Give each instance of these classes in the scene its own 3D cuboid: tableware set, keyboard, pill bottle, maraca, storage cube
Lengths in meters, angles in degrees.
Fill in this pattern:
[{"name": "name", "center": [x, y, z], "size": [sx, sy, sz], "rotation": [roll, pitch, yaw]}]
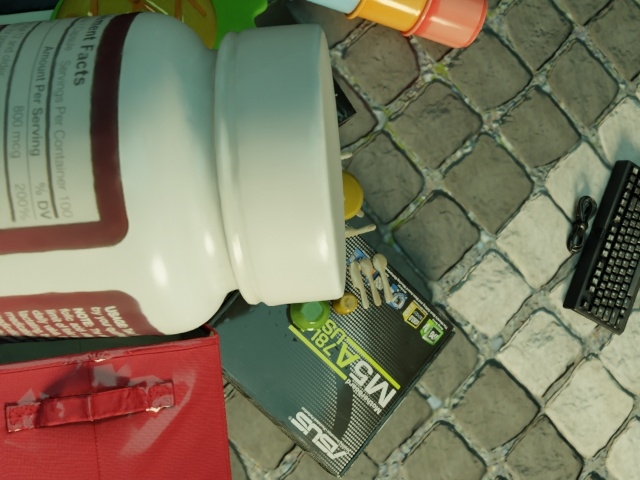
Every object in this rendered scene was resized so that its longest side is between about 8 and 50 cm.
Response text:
[{"name": "tableware set", "center": [0.000, 0.000, 0.773], "size": [0.104, 0.024, 0.154], "rotation": [-16, 89, -15]}, {"name": "keyboard", "center": [0.316, 0.001, 0.914], "size": [0.108, 0.023, 0.180], "rotation": [27, 77, -13]}, {"name": "pill bottle", "center": [-0.184, -0.041, 0.593], "size": [0.393, 0.224, 0.223], "rotation": [-4, 86, 4]}, {"name": "maraca", "center": [-0.135, -0.183, 0.709], "size": [0.186, 0.099, 0.127], "rotation": [-29, 86, -17]}, {"name": "storage cube", "center": [-0.174, 0.164, 0.651], "size": [0.184, 0.215, 0.193], "rotation": [-6, 93, -18]}]

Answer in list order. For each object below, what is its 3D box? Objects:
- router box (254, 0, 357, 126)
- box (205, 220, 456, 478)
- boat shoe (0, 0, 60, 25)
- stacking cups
[{"name": "router box", "center": [-0.075, -0.125, 0.790], "size": [0.179, 0.046, 0.133], "rotation": [-34, 94, -17]}, {"name": "box", "center": [0.004, 0.091, 0.796], "size": [0.191, 0.045, 0.184], "rotation": [45, 71, -8]}, {"name": "boat shoe", "center": [-0.294, -0.199, 0.658], "size": [0.255, 0.095, 0.079], "rotation": [-21, 115, -43]}, {"name": "stacking cups", "center": [0.010, -0.256, 0.806], "size": [0.316, 0.096, 0.096], "rotation": [17, 80, -16]}]
